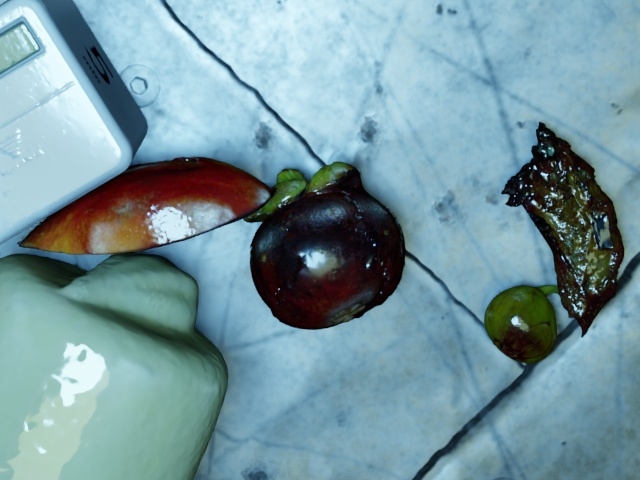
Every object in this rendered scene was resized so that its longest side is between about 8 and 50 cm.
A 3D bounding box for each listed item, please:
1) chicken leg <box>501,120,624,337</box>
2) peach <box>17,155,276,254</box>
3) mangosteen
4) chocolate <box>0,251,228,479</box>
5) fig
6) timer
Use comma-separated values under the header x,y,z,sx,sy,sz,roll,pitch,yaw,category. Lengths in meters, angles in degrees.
x,y,z,sx,sy,sz,roll,pitch,yaw,category
0.271,-0.016,1.519,0.105,0.063,0.234,-28,103,5,chicken leg
-0.186,-0.046,1.433,0.279,0.189,0.068,-11,106,7,peach
0.000,0.000,1.474,0.166,0.166,0.180,-27,78,4,mangosteen
-0.249,0.154,1.406,0.314,0.326,0.297,24,105,-13,chocolate
0.226,0.082,1.543,0.084,0.082,0.098,24,65,9,fig
-0.304,-0.127,1.406,0.192,0.195,0.194,-30,102,5,timer
